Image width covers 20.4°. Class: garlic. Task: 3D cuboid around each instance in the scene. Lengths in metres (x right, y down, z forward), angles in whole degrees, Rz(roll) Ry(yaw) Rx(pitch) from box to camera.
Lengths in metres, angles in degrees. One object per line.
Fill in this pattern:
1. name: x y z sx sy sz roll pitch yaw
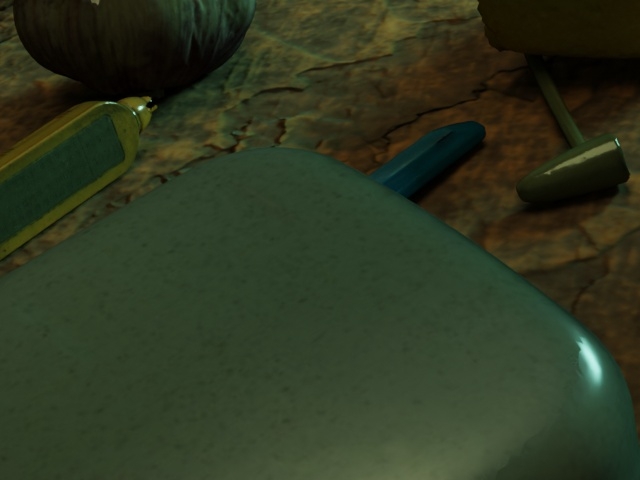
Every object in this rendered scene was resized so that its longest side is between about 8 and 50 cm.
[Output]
1. garlic: -0.123 -0.144 1.184 0.159 0.102 0.147 -8 14 -12

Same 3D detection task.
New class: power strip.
1. power strip: -0.162 -0.043 1.077 0.028 0.049 0.178 7 35 43

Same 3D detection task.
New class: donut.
1. donut: 0.216 -0.184 1.092 0.152 0.101 0.259 18 36 36

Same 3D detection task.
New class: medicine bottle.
1. medicine bottle: -0.079 0.119 0.648 0.375 0.123 0.282 -33 47 -23

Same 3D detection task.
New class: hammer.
1. hammer: 0.129 -0.073 1.036 0.060 0.028 0.195 -19 26 5

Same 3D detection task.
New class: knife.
1. knife: 0.001 0.002 0.952 0.044 0.026 0.296 -3 25 46
